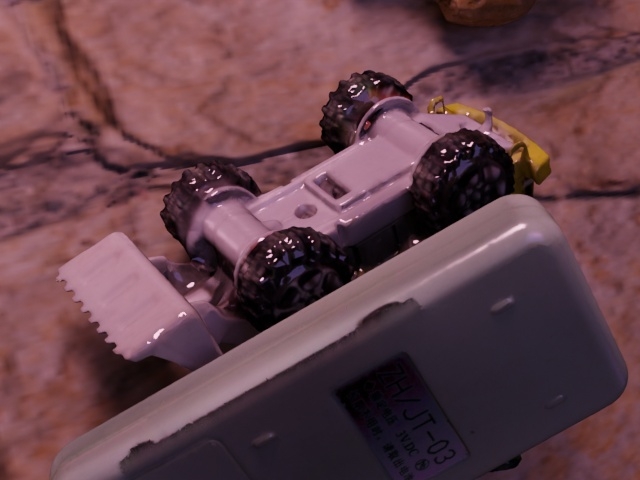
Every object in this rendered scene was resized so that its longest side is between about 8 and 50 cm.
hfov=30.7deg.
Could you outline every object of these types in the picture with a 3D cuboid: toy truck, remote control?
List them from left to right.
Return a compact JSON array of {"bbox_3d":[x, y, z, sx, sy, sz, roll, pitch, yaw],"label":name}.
[{"bbox_3d":[0.000,0.000,0.679,0.286,0.136,0.111,-28,128,-18],"label":"toy truck"},{"bbox_3d":[0.009,0.098,0.607,0.296,0.056,0.140,-30,120,5],"label":"remote control"}]

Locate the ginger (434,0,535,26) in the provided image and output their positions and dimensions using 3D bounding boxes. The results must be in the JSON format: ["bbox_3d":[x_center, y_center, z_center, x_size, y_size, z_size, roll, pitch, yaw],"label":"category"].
[{"bbox_3d":[0.082,-0.225,0.771,0.214,0.059,0.133,28,83,-18],"label":"ginger"}]

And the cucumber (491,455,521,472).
[{"bbox_3d":[0.075,0.085,0.716,0.062,0.115,0.116,6,76,-23],"label":"cucumber"}]
